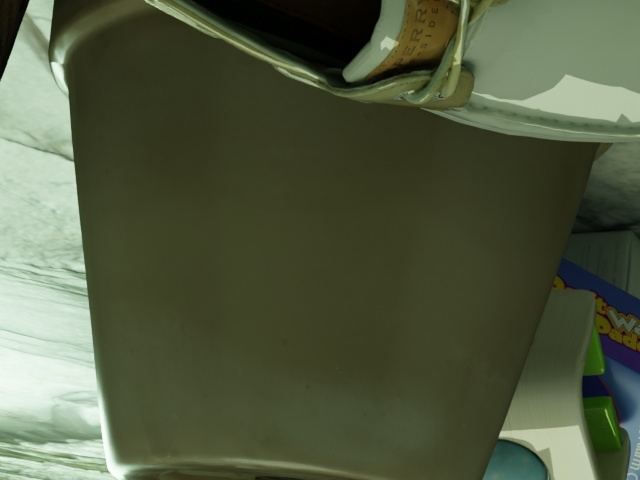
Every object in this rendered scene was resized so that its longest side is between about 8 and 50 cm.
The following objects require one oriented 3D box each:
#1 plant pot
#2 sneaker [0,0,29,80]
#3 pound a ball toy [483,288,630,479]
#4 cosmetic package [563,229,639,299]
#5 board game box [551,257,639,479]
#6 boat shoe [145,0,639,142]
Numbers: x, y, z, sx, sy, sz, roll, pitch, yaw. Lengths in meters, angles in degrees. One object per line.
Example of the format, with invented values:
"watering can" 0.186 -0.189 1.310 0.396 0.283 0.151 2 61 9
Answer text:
"plant pot" 0.000 0.000 0.911 0.323 0.280 0.323 6 164 2
"sneaker" -0.206 -0.137 0.860 0.123 0.105 0.290 22 175 -13
"pound a ball toy" 0.016 0.096 1.076 0.319 0.135 0.208 -6 121 21
"cosmetic package" 0.147 0.056 1.288 0.231 0.085 0.117 -6 152 32
"board game box" 0.098 0.156 1.224 0.233 0.078 0.347 29 127 -3
"boat shoe" 0.035 -0.100 0.714 0.302 0.103 0.113 14 115 -3
